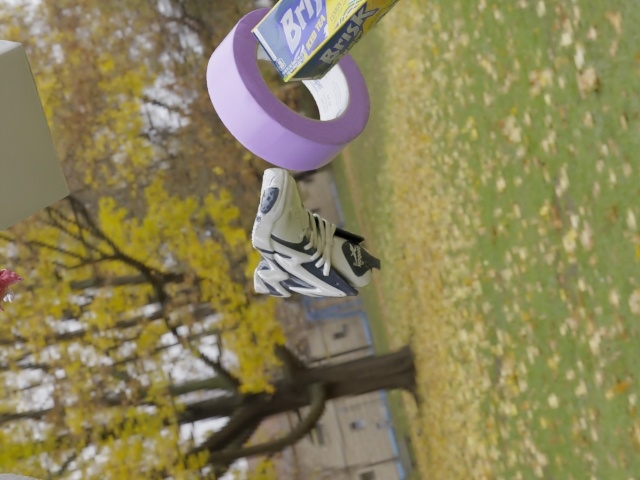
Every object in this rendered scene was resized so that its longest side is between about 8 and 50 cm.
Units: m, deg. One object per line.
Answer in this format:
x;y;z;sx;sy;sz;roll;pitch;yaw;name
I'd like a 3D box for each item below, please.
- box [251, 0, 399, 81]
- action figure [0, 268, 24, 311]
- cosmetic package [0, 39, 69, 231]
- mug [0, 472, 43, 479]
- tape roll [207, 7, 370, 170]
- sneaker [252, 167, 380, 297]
0.023;-0.203;0.875;0.054;0.169;0.059;-16;-111;-54;box
-0.550;0.015;1.390;0.248;0.370;0.275;-59;-29;-59;action figure
-0.421;-0.039;0.889;0.365;0.197;0.155;-37;-53;-38;cosmetic package
-0.453;0.466;1.304;0.328;0.276;0.374;-13;-64;-50;mug
-0.052;-0.257;1.824;0.090;0.275;0.274;-41;53;43;tape roll
0.000;0.000;1.287;0.235;0.153;0.094;96;-178;-53;sneaker
